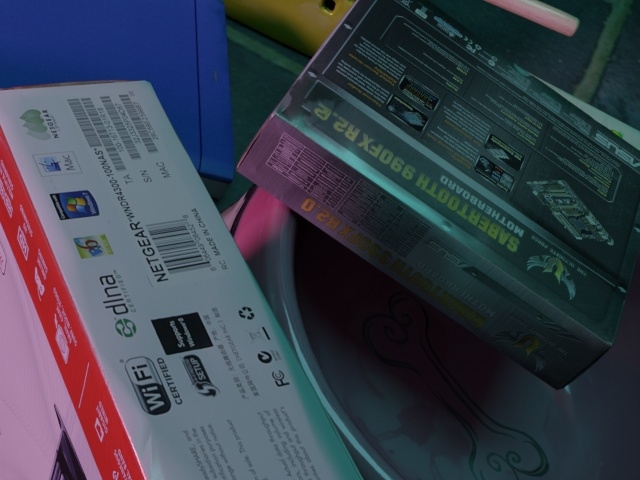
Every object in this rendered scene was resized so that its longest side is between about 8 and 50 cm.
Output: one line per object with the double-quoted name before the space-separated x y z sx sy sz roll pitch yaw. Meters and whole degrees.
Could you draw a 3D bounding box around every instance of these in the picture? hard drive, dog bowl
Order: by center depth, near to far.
"dog bowl" 0.092 0.089 0.727 0.408 0.150 0.408 17 47 -20
"hard drive" -0.225 -0.159 0.894 0.319 0.040 0.210 13 50 -26

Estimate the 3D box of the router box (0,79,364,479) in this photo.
"router box" -0.087 0.148 0.525 0.082 0.301 0.335 -10 52 -31

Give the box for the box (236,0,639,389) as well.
"box" 0.089 -0.044 0.687 0.231 0.056 0.183 34 46 -4

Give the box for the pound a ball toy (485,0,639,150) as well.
"pound a ball toy" 0.140 -0.097 0.926 0.319 0.208 0.135 29 43 4

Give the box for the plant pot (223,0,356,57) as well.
"plant pot" -0.002 -0.341 1.100 0.228 0.207 0.227 28 43 2
